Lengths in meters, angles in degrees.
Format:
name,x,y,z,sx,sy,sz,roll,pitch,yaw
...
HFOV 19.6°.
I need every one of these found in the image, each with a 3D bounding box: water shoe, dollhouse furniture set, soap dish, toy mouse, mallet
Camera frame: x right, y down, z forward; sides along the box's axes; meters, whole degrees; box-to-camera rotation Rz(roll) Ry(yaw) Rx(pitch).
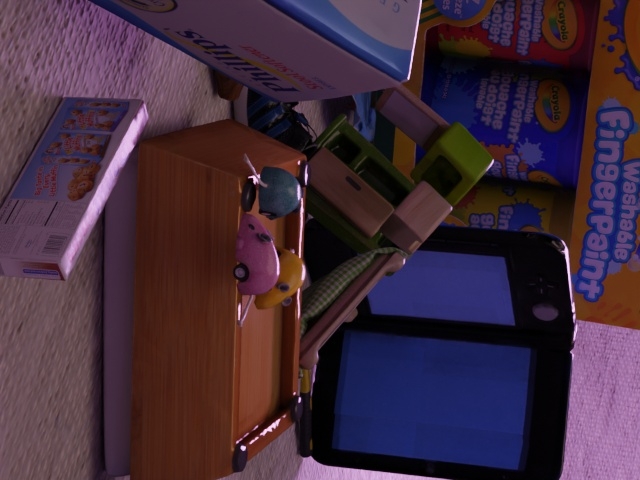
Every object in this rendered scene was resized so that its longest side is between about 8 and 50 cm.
name,x,y,z,sx,sy,sz,roll,pitch,yaw
water shoe,-0.039,-0.106,1.760,0.073,0.080,0.203,-11,104,-74
dollhouse furniture set,0.000,0.000,1.795,0.301,0.151,0.197,-48,178,-24
soap dish,-0.091,0.052,1.545,0.229,0.118,0.291,-26,120,-72
toy mouse,-0.037,-0.006,1.439,0.161,0.031,0.143,-64,154,-53
mallet,-0.014,0.150,2.017,0.062,0.039,0.190,-71,163,-50

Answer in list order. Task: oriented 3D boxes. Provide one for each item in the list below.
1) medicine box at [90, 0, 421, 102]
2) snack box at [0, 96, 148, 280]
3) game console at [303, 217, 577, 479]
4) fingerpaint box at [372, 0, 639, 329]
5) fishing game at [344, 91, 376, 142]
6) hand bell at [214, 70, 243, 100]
name,x,y,z,sx,sy,sz,roll,pitch,yaw
medicine box,-0.045,-0.285,1.383,0.263,0.149,0.289,25,67,-45
snack box,-0.179,-0.040,1.299,0.178,0.064,0.022,-69,156,-45
game console,0.119,0.120,1.996,0.250,0.293,0.173,74,25,-50
fingerpaint box,0.256,-0.142,2.203,0.163,0.371,0.445,-57,154,-64
fishing game,0.039,-0.198,2.097,0.189,0.041,0.264,70,21,-70
hand bell,-0.067,-0.235,1.638,0.126,0.126,0.242,-57,161,-60
